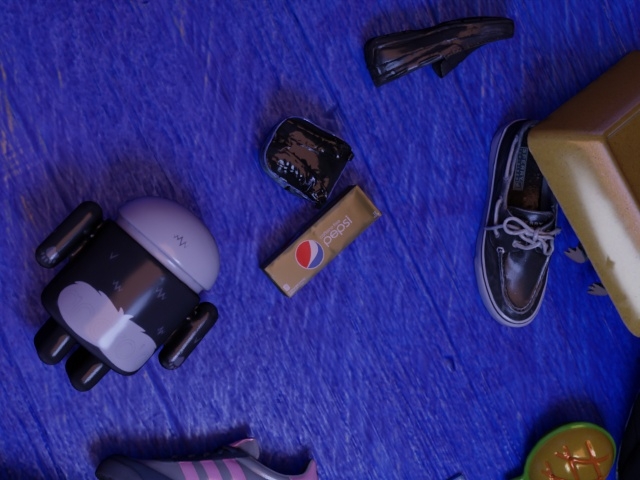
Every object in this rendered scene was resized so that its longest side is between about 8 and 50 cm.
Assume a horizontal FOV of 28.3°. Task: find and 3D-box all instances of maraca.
[{"bbox_3d":[0.355,0.341,1.880,0.127,0.099,0.186,34,110,-17],"label":"maraca"}]

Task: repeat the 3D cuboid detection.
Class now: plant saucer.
[{"bbox_3d":[0.479,-0.084,1.812,0.333,0.081,0.333,-36,99,-39],"label":"plant saucer"}]

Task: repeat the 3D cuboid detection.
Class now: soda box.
[{"bbox_3d":[0.000,0.000,1.812,0.181,0.061,0.058,-43,98,-7],"label":"soda box"}]

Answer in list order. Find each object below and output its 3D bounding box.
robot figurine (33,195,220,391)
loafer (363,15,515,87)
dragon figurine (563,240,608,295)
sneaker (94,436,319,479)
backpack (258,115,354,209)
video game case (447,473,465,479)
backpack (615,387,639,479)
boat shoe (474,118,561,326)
[{"bbox_3d":[-0.262,0.068,1.713,0.173,0.209,0.278,38,84,32],"label":"robot figurine"},{"bbox_3d":[0.173,-0.274,1.831,0.223,0.076,0.078,-13,100,-5],"label":"loafer"},{"bbox_3d":[0.439,0.005,1.869,0.289,0.085,0.144,49,54,-25],"label":"dragon figurine"},{"bbox_3d":[-0.153,0.330,1.788,0.319,0.112,0.131,19,72,-14],"label":"sneaker"},{"bbox_3d":[-0.028,-0.117,1.790,0.114,0.084,0.105,31,86,-16],"label":"backpack"},{"bbox_3d":[0.164,0.438,1.886,0.166,0.015,0.119,-28,97,-8],"label":"video game case"},{"bbox_3d":[0.566,0.300,1.803,0.273,0.290,0.355,-3,125,-44],"label":"backpack"},{"bbox_3d":[0.298,-0.024,1.846,0.113,0.105,0.306,8,91,-11],"label":"boat shoe"}]
